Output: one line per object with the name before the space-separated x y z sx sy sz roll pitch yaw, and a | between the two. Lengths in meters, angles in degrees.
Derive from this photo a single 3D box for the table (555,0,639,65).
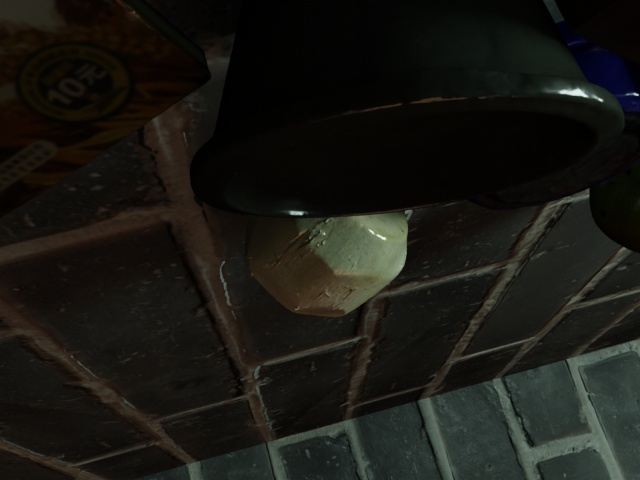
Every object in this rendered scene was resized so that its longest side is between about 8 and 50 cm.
table | 0.234 -0.209 0.443 0.169 0.172 0.193 5 149 -44

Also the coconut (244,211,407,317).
coconut | -0.002 0.000 0.813 0.161 0.161 0.162 7 140 -46

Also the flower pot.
flower pot | 0.041 -0.116 0.505 0.269 0.166 0.269 -9 171 -1

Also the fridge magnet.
fridge magnet | 0.218 -0.114 0.747 0.265 0.112 0.265 -12 159 -5

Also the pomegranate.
pomegranate | 0.419 -0.074 0.965 0.159 0.159 0.205 -9 133 -17

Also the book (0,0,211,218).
book | -0.297 -0.121 0.361 0.300 0.039 0.428 -26 146 23
